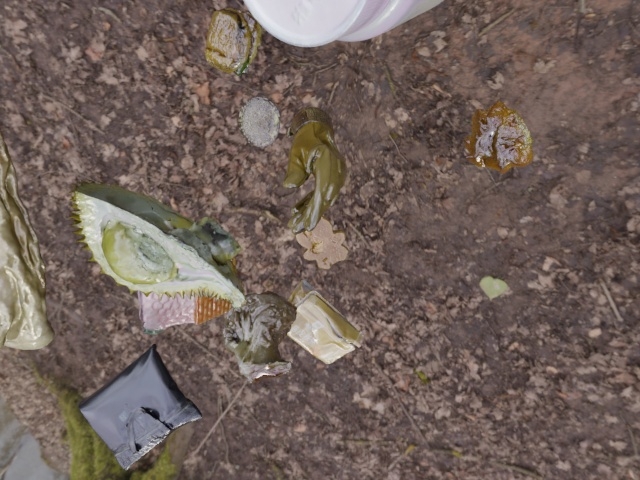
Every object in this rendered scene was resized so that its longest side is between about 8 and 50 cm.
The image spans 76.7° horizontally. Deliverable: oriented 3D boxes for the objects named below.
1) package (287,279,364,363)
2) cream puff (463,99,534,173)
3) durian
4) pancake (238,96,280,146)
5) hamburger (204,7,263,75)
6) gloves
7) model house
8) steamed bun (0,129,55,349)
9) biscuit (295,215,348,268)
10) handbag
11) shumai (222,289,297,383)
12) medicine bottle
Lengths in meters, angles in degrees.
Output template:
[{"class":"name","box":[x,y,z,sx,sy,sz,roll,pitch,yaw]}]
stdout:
[{"class":"package","box":[0.012,0.326,1.572,0.311,0.221,0.165,46,155,-25]},{"class":"cream puff","box":[0.659,-0.367,1.492,0.269,0.155,0.241,41,138,18]},{"class":"durian","box":[-0.247,0.008,0.669,0.306,0.172,0.166,38,141,-12]},{"class":"pancake","box":[-0.236,-0.458,1.562,0.200,0.021,0.199,4,99,24]},{"class":"hamburger","box":[-0.302,-0.669,1.348,0.183,0.130,0.205,31,107,18]},{"class":"gloves","box":[-0.010,-0.161,0.924,0.142,0.330,0.154,-2,150,-1]},{"class":"model house","box":[-0.360,0.104,1.096,0.238,0.237,0.202,-3,119,-21]},{"class":"steamed bun","box":[-0.503,-0.037,0.484,0.247,0.189,0.427,24,123,26]},{"class":"biscuit","box":[-0.001,-0.002,1.525,0.184,0.035,0.248,-33,118,11]},{"class":"handbag","box":[-0.438,0.408,0.982,0.254,0.089,0.211,-38,85,5]},{"class":"shumai","box":[-0.142,0.233,0.945,0.167,0.175,0.205,21,119,-21]},{"class":"medicine bottle","box":[0.069,-0.397,0.544,0.214,0.378,0.213,19,132,22]}]
